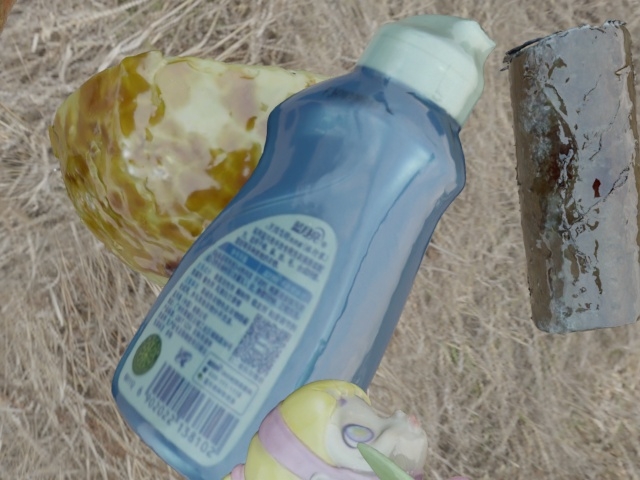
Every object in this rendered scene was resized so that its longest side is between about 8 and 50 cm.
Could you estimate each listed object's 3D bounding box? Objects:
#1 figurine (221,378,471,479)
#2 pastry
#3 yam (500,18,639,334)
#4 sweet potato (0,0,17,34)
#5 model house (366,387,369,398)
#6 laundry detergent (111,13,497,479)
[{"bbox_3d":[0.041,0.105,0.302,0.083,0.187,0.083,-34,131,-49],"label":"figurine"},{"bbox_3d":[-0.074,-0.034,0.679,0.237,0.256,0.170,4,83,-43],"label":"pastry"},{"bbox_3d":[0.246,-0.058,0.843,0.131,0.131,0.279,-7,94,-16],"label":"yam"},{"bbox_3d":[-0.226,-0.121,0.480,0.097,0.097,0.251,35,56,-16],"label":"sweet potato"},{"bbox_3d":[-0.011,0.295,1.262,0.154,0.294,0.207,-31,86,-37],"label":"model house"},{"bbox_3d":[0.000,0.000,0.508,0.094,0.143,0.290,33,89,-44],"label":"laundry detergent"}]
